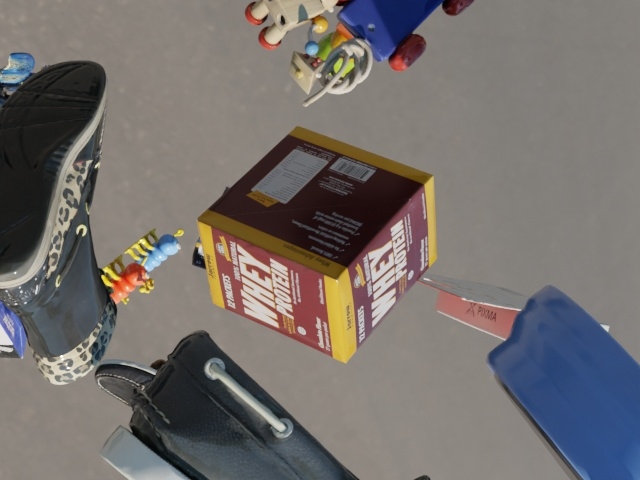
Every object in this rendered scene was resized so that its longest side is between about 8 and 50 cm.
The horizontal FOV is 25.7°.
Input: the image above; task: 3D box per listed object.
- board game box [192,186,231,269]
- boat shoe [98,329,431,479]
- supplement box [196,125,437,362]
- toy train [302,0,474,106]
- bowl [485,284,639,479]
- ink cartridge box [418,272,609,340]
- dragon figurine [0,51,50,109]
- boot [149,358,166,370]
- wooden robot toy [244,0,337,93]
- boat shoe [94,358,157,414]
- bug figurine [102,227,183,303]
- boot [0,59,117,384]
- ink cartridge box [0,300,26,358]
[{"bbox_3d":[-0.079,0.005,1.987,0.141,0.170,0.048,-66,174,-51],"label":"board game box"},{"bbox_3d":[0.030,0.161,0.740,0.091,0.302,0.114,-56,-175,-8],"label":"boat shoe"},{"bbox_3d":[0.000,0.000,1.573,0.194,0.191,0.129,-46,145,-35],"label":"supplement box"},{"bbox_3d":[0.033,-0.196,1.369,0.248,0.105,0.143,-47,-172,-23],"label":"toy train"},{"bbox_3d":[0.255,0.206,0.993,0.077,0.391,0.391,-38,151,1],"label":"bowl"},{"bbox_3d":[0.233,0.100,1.984,0.239,0.275,0.060,10,95,-24],"label":"ink cartridge box"},{"bbox_3d":[-0.340,-0.154,1.434,0.289,0.144,0.085,-83,180,-85],"label":"dragon figurine"},{"bbox_3d":[-0.161,0.248,1.881,0.109,0.220,0.283,-41,-164,9],"label":"boot"},{"bbox_3d":[-0.021,-0.221,1.243,0.079,0.173,0.076,-27,180,-28],"label":"wooden robot toy"},{"bbox_3d":[-0.132,0.138,1.157,0.046,0.125,0.038,-59,-173,53],"label":"boat shoe"},{"bbox_3d":[-0.324,0.070,2.230,0.216,0.072,0.279,-36,-174,16],"label":"bug figurine"},{"bbox_3d":[-0.216,-0.016,1.170,0.178,0.085,0.236,76,20,-49],"label":"boot"},{"bbox_3d":[-0.379,0.064,1.271,0.097,0.207,0.046,78,15,-58],"label":"ink cartridge box"}]
